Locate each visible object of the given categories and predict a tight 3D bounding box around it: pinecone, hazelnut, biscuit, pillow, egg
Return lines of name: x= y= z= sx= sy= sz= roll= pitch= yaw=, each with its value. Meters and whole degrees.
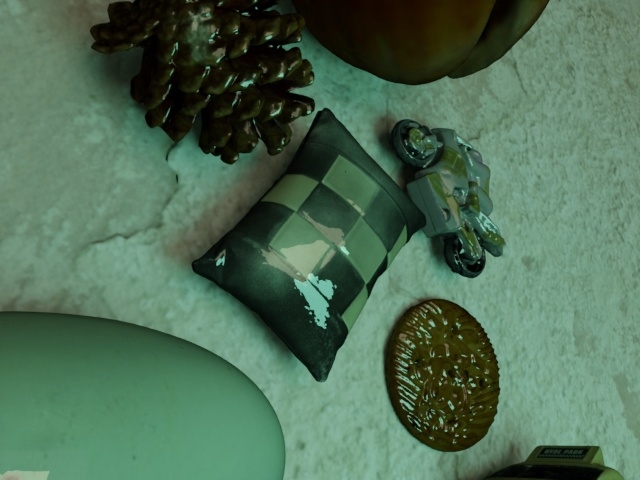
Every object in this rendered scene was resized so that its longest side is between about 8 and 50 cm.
pinecone: x=-0.097 y=-0.168 z=0.616 sx=0.213 sy=0.185 sz=0.169 roll=65 pitch=25 yaw=-25
hazelnut: x=0.131 y=-0.383 z=0.749 sx=0.359 sy=0.359 sz=0.410 roll=20 pitch=73 yaw=-30
biscuit: x=0.157 y=0.164 z=0.787 sx=0.187 sy=0.027 sz=0.188 roll=11 pitch=70 yaw=-33
pillow: x=0.000 y=0.000 z=0.675 sx=0.186 sy=0.106 sz=0.250 roll=46 pitch=59 yaw=-15
egg: x=-0.184 y=0.160 z=0.415 sx=0.370 sy=0.229 sz=0.230 roll=2 pitch=75 yaw=-41

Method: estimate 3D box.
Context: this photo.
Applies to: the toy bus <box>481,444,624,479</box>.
toy bus: x=0.301 y=0.427 z=0.721 sx=0.201 sy=0.176 sz=0.366 roll=-29 pitch=97 yaw=-42

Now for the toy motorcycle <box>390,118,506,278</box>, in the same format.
toy motorcycle: x=0.180 y=-0.069 z=0.849 sx=0.152 sy=0.073 sz=0.225 roll=-29 pitch=93 yaw=-41
